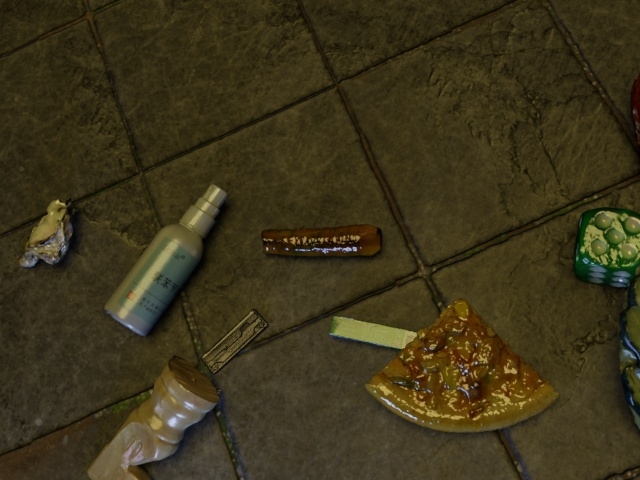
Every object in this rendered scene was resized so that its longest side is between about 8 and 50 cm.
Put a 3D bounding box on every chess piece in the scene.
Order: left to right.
[{"bbox_3d":[-0.340,0.385,1.514,0.137,0.137,0.301,42,96,22],"label":"chess piece"}]

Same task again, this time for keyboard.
[{"bbox_3d":[-0.181,0.211,1.589,0.155,0.010,0.053,-42,67,-4],"label":"keyboard"}]

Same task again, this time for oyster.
[{"bbox_3d":[-0.619,-0.008,1.739,0.191,0.081,0.163,-32,42,15],"label":"oyster"}]

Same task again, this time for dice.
[{"bbox_3d":[0.550,0.016,1.439,0.131,0.128,0.120,10,74,15],"label":"dice"}]

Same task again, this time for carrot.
[{"bbox_3d":[0.000,0.000,1.598,0.260,0.070,0.070,0,70,14],"label":"carrot"}]

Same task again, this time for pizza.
[{"bbox_3d":[0.264,0.278,1.419,0.258,0.087,0.268,-44,80,-3],"label":"pizza"}]

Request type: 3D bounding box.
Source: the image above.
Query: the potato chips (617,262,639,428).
[{"bbox_3d":[0.689,0.195,1.336,0.359,0.070,0.429,-29,86,-4],"label":"potato chips"}]

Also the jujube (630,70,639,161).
[{"bbox_3d":[0.703,-0.245,1.490,0.190,0.190,0.255,12,90,16],"label":"jujube"}]

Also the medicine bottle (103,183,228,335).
[{"bbox_3d":[-0.316,0.032,1.629,0.110,0.110,0.351,31,79,20],"label":"medicine bottle"}]

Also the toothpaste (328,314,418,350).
[{"bbox_3d":[0.108,0.187,1.522,0.179,0.037,0.043,10,77,16],"label":"toothpaste"}]
